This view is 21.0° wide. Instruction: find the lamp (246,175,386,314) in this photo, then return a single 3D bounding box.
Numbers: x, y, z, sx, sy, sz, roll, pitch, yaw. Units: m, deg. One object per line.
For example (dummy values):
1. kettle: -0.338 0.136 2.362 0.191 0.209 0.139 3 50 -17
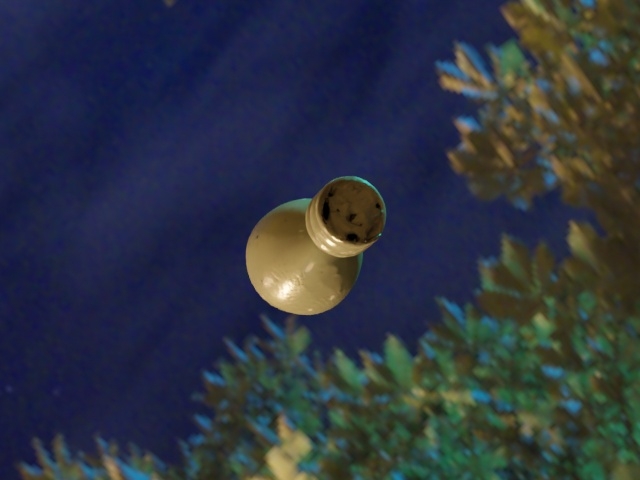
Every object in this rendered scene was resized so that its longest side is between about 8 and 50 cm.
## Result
1. lamp: 0.000 0.000 1.516 0.106 0.106 0.193 -63 -172 -25
